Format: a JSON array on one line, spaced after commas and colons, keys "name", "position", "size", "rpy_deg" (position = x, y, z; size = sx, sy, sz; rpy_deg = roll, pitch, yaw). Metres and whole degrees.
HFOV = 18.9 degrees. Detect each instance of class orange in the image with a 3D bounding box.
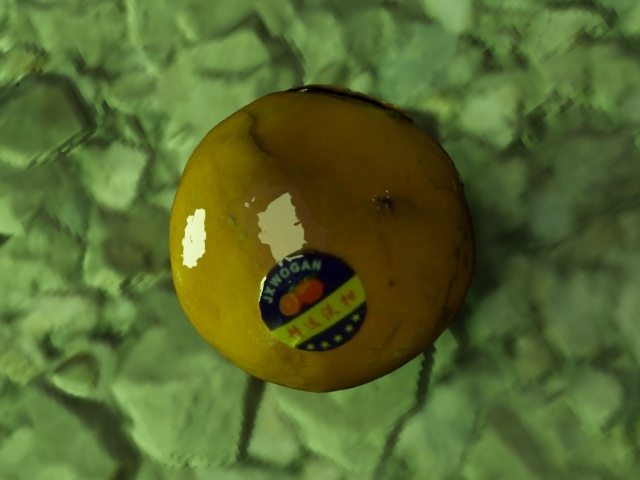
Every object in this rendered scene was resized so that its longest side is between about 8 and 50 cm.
[{"name": "orange", "position": [0.000, 0.000, 0.508], "size": [0.083, 0.083, 0.084], "rpy_deg": [-6, 75, 23]}]
